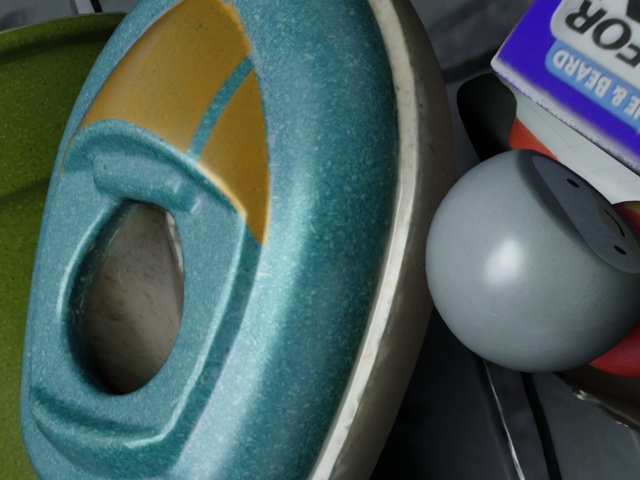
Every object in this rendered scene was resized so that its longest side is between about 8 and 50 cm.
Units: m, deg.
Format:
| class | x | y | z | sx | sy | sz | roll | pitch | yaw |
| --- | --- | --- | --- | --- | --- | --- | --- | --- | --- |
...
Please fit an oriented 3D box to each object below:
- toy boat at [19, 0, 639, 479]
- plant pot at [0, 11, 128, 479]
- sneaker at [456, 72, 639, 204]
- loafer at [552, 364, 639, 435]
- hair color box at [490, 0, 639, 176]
| class | x | y | z | sx | sy | sz | roll | pitch | yaw |
| --- | --- | --- | --- | --- | --- | --- | --- | --- | --- |
| toy boat | 0.000 | 0.000 | 0.620 | 0.318 | 0.148 | 0.267 | 6 | 85 | 43 |
| plant pot | -0.135 | 0.133 | 0.880 | 0.366 | 0.366 | 0.353 | -41 | 77 | 41 |
| sneaker | 0.182 | -0.013 | 0.658 | 0.145 | 0.090 | 0.270 | -39 | 51 | -6 |
| loafer | 0.124 | 0.042 | 0.755 | 0.220 | 0.078 | 0.080 | 33 | 117 | 40 |
| hair color box | 0.217 | -0.139 | 0.489 | 0.110 | 0.185 | 0.338 | 39 | 99 | 36 |
